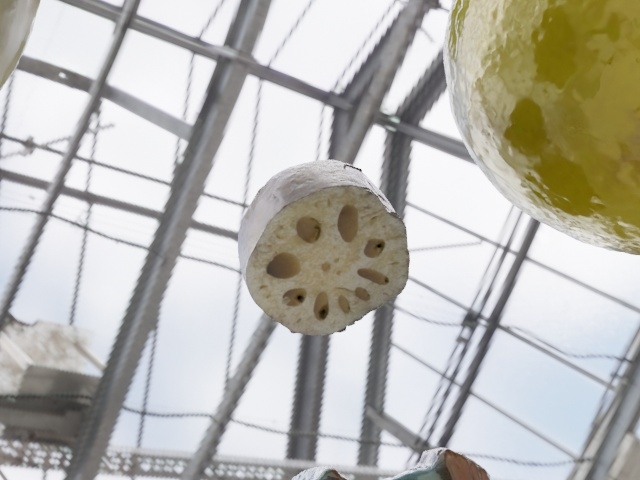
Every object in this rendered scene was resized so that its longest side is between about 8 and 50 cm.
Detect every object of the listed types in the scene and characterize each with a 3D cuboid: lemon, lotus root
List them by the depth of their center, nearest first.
[{"bbox_3d":[-0.001,-0.002,0.805,0.122,0.081,0.112,-30,-51,9],"label":"lotus root"},{"bbox_3d":[0.257,-0.147,0.872,0.348,0.348,0.347,-15,-63,-32],"label":"lemon"}]

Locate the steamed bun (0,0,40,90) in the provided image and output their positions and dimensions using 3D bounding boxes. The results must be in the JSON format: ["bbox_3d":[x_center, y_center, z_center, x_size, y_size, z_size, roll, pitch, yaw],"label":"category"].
[{"bbox_3d":[-0.295,-0.172,0.599,0.283,0.283,0.177,-59,-23,-1],"label":"steamed bun"}]

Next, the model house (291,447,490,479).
[{"bbox_3d":[0.000,0.310,0.973,0.329,0.295,0.251,-16,-101,-15],"label":"model house"}]
